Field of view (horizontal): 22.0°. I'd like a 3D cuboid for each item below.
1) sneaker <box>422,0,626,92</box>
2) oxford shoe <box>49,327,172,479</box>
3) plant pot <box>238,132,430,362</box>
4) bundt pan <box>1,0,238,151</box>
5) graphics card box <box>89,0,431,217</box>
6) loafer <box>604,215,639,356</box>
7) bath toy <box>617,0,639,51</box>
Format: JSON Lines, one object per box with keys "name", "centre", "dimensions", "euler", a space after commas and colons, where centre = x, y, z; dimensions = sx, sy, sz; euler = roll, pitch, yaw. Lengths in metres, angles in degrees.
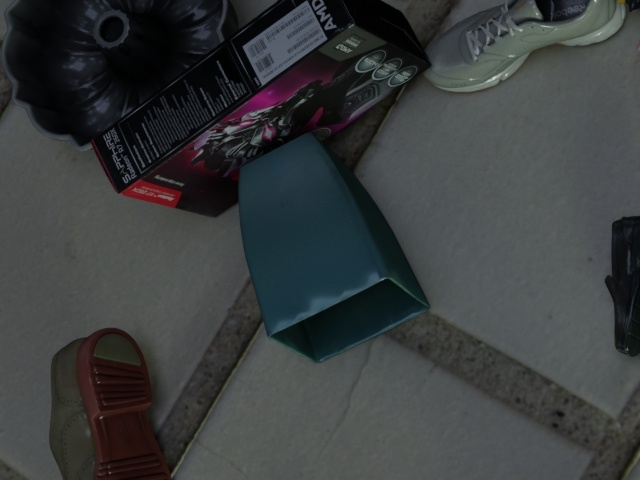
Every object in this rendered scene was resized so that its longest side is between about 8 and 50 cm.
{"name": "sneaker", "centre": [0.237, -0.267, 2.015], "dimensions": [0.262, 0.121, 0.099], "euler": [-22, 73, 15]}
{"name": "oxford shoe", "centre": [-0.277, 0.293, 2.112], "dimensions": [0.130, 0.123, 0.348], "euler": [-17, 74, 43]}
{"name": "plant pot", "centre": [0.000, 0.000, 2.032], "dimensions": [0.165, 0.166, 0.234], "euler": [-26, 66, 13]}
{"name": "bundt pan", "centre": [-0.252, -0.263, 2.189], "dimensions": [0.331, 0.124, 0.330], "euler": [-4, 77, 19]}
{"name": "graphics card box", "centre": [-0.070, -0.170, 2.022], "dimensions": [0.371, 0.233, 0.094], "euler": [-35, 69, 19]}
{"name": "loafer", "centre": [0.367, 0.053, 1.946], "dimensions": [0.061, 0.062, 0.170], "euler": [2, 76, 42]}
{"name": "bath toy", "centre": [0.426, -0.244, 1.937], "dimensions": [0.129, 0.151, 0.348], "euler": [-12, 80, -12]}
